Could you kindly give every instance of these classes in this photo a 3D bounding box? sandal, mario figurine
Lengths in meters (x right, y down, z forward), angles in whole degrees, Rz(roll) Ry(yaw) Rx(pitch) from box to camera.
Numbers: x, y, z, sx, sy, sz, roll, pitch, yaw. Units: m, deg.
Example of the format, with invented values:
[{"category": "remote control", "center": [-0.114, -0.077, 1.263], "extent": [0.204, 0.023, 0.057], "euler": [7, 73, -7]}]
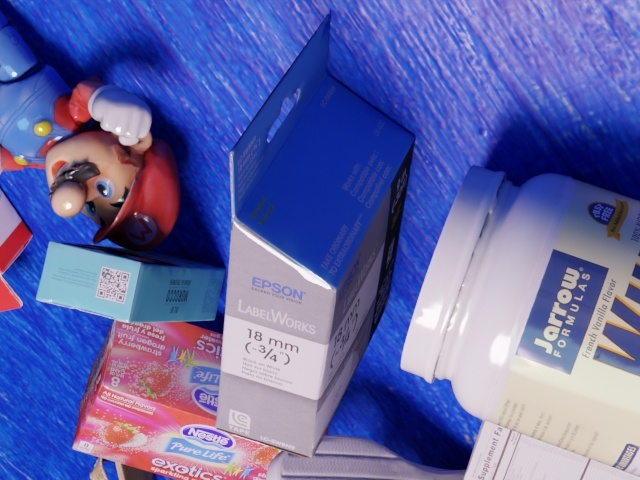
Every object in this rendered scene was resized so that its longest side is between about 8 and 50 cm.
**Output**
[{"category": "sandal", "center": [-0.249, 0.301, 1.801], "extent": [0.079, 0.088, 0.240], "euler": [-2, 131, 18]}, {"category": "mario figurine", "center": [-0.278, -0.103, 1.419], "extent": [0.320, 0.170, 0.198], "euler": [41, 167, -1]}]

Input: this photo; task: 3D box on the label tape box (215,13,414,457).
[{"category": "label tape box", "center": [0.000, 0.000, 1.333], "extent": [0.106, 0.240, 0.333], "euler": [17, 132, 11]}]

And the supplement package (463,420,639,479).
[{"category": "supplement package", "center": [0.286, 0.197, 1.438], "extent": [0.244, 0.134, 0.139], "euler": [20, 133, 8]}]

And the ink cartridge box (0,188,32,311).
[{"category": "ink cartridge box", "center": [-0.423, -0.025, 1.617], "extent": [0.134, 0.078, 0.231], "euler": [-11, 121, 32]}]

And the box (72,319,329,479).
[{"category": "box", "center": [-0.127, 0.185, 1.585], "extent": [0.257, 0.122, 0.128], "euler": [19, 134, -13]}]

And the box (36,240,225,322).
[{"category": "box", "center": [-0.186, 0.043, 1.466], "extent": [0.101, 0.244, 0.060], "euler": [13, 91, 15]}]

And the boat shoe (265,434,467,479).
[{"category": "boat shoe", "center": [0.066, 0.293, 1.552], "extent": [0.335, 0.121, 0.119], "euler": [17, 148, -34]}]

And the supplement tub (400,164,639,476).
[{"category": "supplement tub", "center": [0.256, 0.077, 1.284], "extent": [0.325, 0.235, 0.235], "euler": [19, 133, 8]}]
